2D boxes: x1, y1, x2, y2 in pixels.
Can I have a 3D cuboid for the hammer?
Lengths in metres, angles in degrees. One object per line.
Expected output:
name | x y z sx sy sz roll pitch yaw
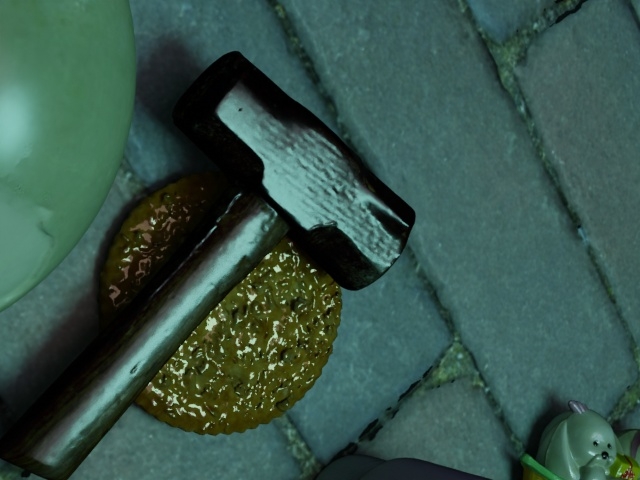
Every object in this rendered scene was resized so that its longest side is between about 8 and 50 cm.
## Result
hammer | -0.117 0.050 1.113 0.242 0.095 0.409 46 74 -20

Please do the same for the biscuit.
biscuit | -0.090 0.061 1.196 0.254 0.035 0.253 -2 94 -27

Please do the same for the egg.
egg | -0.275 -0.103 0.930 0.278 0.278 0.336 6 82 -34

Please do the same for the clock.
clock | 0.321 0.268 1.454 0.231 0.103 0.144 22 88 -31

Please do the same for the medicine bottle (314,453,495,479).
medicine bottle | 0.101 0.288 1.216 0.152 0.254 0.151 -1 92 -33
